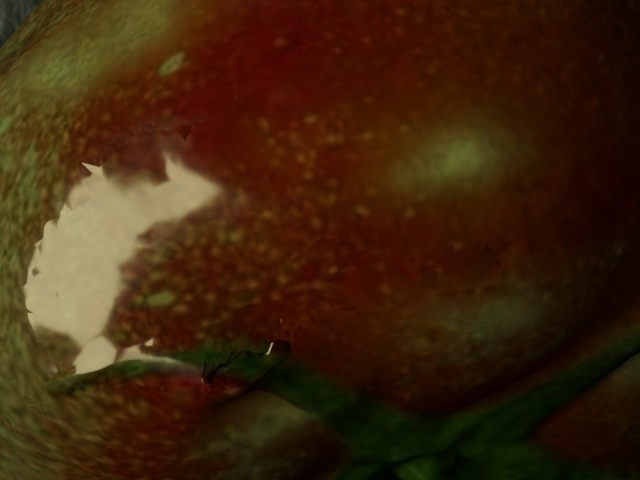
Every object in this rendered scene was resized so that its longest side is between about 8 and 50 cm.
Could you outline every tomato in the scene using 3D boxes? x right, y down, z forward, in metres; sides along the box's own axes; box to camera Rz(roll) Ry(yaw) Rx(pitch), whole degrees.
[{"bbox_3d":[0.000,0.000,0.754,0.303,0.303,0.239,-54,44,38],"label":"tomato"}]
